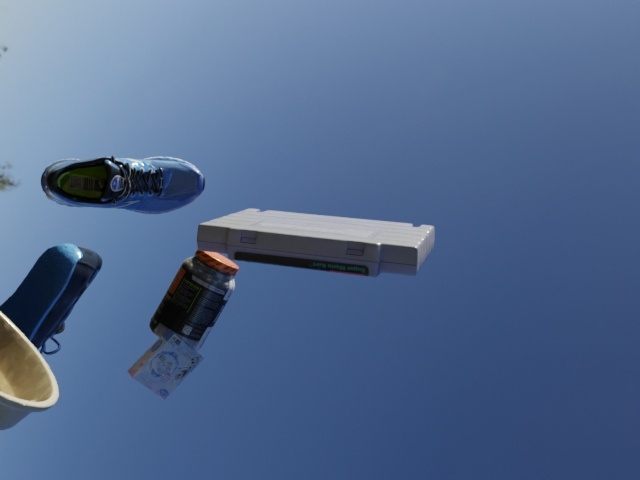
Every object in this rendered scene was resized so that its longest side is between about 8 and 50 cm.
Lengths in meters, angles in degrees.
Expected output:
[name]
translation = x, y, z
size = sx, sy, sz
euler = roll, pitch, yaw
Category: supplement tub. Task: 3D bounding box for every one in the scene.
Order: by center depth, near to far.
[supplement tub]
translation = -0.247, 0.115, 1.314
size = 0.190, 0.117, 0.117
euler = -60, -148, 2

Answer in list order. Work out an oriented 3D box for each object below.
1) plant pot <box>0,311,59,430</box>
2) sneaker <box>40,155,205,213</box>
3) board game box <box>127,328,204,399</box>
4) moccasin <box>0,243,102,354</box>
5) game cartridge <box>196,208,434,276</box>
[plant pot]
translation = -0.586, 0.214, 0.868
size = 0.305, 0.334, 0.334
euler = -46, -149, -9
[sneaker]
translation = -0.402, -0.111, 1.367
size = 0.147, 0.330, 0.129
euler = -160, -112, -70
[board game box]
translation = -0.241, 0.195, 1.036
size = 0.090, 0.090, 0.020
euler = -47, -131, -12
[moccasin]
translation = -0.530, 0.152, 1.255
size = 0.342, 0.117, 0.137
euler = -42, -107, 15
[game cartridge]
translation = 0.000, 0.000, 1.104
size = 0.355, 0.230, 0.068
euler = 6, -75, 16
